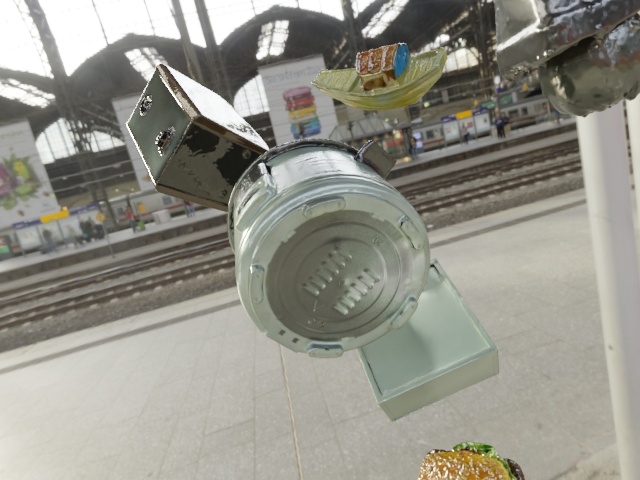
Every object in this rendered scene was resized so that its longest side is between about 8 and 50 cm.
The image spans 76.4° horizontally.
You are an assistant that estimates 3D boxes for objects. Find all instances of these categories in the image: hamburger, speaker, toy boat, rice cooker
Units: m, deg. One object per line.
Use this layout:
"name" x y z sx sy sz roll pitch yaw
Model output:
"hamburger" 0.208 0.363 0.586 0.087 0.137 0.165 25 -31 -35
"speaker" -0.238 -0.193 0.772 0.192 0.153 0.231 17 27 -48
"toy boat" 0.067 -0.198 0.491 0.172 0.066 0.065 7 55 38
"rice cooker" 0.000 0.000 0.530 0.281 0.241 0.227 -52 24 14

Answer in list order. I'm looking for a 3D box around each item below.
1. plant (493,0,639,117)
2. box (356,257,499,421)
"plant" 0.306 -0.278 0.500 0.164 0.256 0.142 -27 8 -2
"box" 0.185 0.193 0.803 0.224 0.117 0.225 -25 45 3
